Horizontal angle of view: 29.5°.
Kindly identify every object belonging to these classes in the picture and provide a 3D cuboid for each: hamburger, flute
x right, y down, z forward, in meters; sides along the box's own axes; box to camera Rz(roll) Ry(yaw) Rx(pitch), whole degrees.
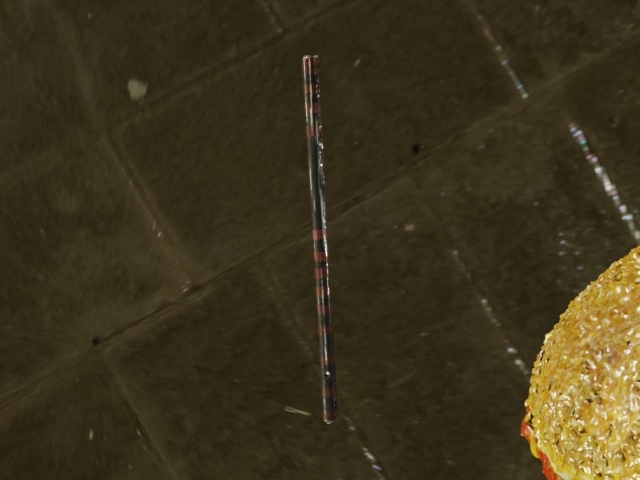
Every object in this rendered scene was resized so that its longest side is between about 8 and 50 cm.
[{"bbox_3d":[0.301,0.113,1.000,0.179,0.276,0.294,36,98,-20],"label":"hamburger"},{"bbox_3d":[0.000,0.000,0.881,0.014,0.014,0.269,-4,91,-11],"label":"flute"}]
